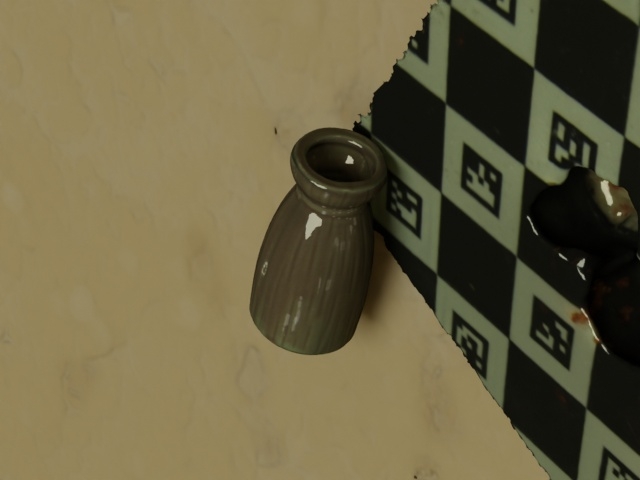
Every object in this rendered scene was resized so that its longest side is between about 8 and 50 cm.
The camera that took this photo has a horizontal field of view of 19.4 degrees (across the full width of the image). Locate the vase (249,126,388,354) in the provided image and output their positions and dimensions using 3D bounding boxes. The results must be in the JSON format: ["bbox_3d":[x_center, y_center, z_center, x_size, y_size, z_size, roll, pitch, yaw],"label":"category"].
[{"bbox_3d":[0.000,0.000,0.843,0.053,0.053,0.100,40,139,27],"label":"vase"}]

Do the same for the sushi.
[{"bbox_3d":[0.134,0.018,0.736,0.290,0.050,0.264,56,154,13],"label":"sushi"}]
